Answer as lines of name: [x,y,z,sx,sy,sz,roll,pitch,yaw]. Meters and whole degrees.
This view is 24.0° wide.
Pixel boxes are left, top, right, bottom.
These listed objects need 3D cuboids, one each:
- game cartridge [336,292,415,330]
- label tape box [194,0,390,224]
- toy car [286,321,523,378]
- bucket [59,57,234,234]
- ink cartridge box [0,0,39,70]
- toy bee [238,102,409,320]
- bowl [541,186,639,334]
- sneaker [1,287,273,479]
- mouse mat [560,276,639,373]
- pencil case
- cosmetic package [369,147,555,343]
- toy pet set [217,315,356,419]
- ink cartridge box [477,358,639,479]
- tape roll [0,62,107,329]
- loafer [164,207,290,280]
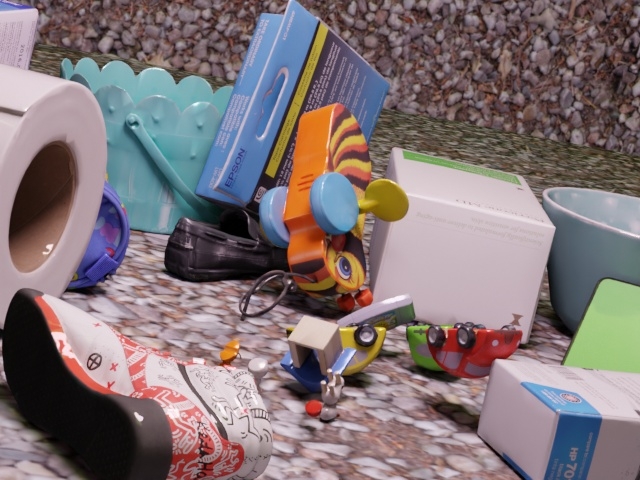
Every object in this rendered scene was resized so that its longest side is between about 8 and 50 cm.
game cartridge: [0.060,0.083,1.588,0.083,0.017,0.056,-22,-29,-1]
label tape box: [-0.052,-0.148,1.913,0.115,0.249,0.348,19,-4,26]
toy car: [0.106,0.110,1.522,0.239,0.053,0.225,0,-2,22]
bucket: [-0.229,-0.126,2.008,0.281,0.183,0.281,12,13,-3]
ink cartridge box: [-0.445,-0.135,1.629,0.151,0.270,0.395,17,13,12]
toy bee: [0.000,0.000,1.724,0.195,0.298,0.162,9,-30,48]
bowl: [0.410,0.052,1.874,0.311,0.163,0.311,11,13,-2]
sneaker: [-0.147,0.119,1.207,0.145,0.090,0.270,4,18,-37]
mouse mat: [0.357,0.118,1.665,0.153,0.007,0.189,16,44,18]
pencil case: [-0.285,-0.036,1.694,0.119,0.133,0.306,-33,20,-4]
cosmetic package: [0.169,-0.002,1.904,0.197,0.155,0.365,13,11,-3]
toy pet set: [-0.027,0.129,1.400,0.122,0.065,0.114,15,47,25]
ink cartridge box: [0.261,0.172,1.372,0.191,0.082,0.139,9,12,-20]
tape roll: [-0.333,-0.052,1.429,0.169,0.246,0.246,15,13,15]
loafer: [-0.095,0.001,1.805,0.076,0.078,0.223,22,15,36]
